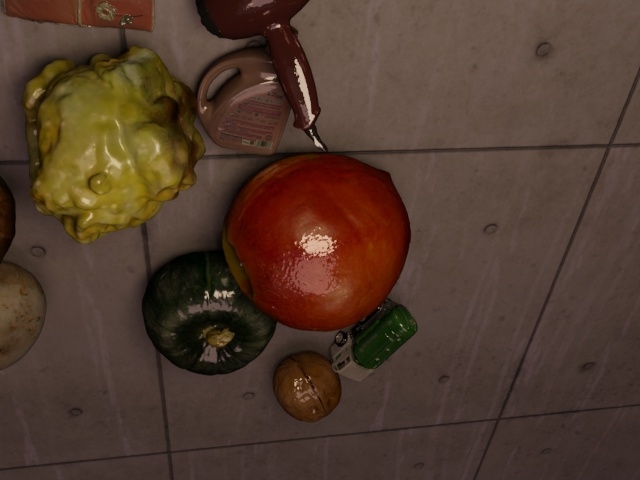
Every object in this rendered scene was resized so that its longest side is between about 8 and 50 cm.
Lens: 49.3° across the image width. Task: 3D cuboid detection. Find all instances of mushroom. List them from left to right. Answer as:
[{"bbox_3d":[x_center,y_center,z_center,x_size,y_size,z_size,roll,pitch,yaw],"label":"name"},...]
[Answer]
[{"bbox_3d":[-0.693,0.144,1.411,0.244,0.243,0.243,-6,131,-7],"label":"mushroom"}]

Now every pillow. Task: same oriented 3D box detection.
[{"bbox_3d":[-0.377,-0.395,1.098,0.233,0.043,0.126,2,131,-13],"label":"pillow"}]

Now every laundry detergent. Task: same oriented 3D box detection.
[{"bbox_3d":[-0.129,-0.273,1.237,0.171,0.076,0.237,7,127,-17],"label":"laundry detergent"}]

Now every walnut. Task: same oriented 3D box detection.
[{"bbox_3d":[-0.033,0.368,1.763,0.167,0.167,0.207,-19,134,4],"label":"walnut"}]

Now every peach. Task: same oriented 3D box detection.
[{"bbox_3d":[0.000,-0.001,1.362,0.373,0.372,0.290,-1,160,-12],"label":"peach"}]

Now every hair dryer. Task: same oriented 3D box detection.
[{"bbox_3d":[-0.009,-0.314,1.119,0.313,0.123,0.340,-19,103,11],"label":"hair dryer"}]

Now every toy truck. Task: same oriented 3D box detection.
[{"bbox_3d":[0.134,0.246,1.716,0.101,0.125,0.242,26,122,-31],"label":"toy truck"}]

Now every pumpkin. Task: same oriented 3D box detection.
[{"bbox_3d":[-0.233,0.163,1.505,0.300,0.207,0.300,-7,131,-8],"label":"pumpkin"}]

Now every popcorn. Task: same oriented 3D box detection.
[{"bbox_3d":[-0.350,-0.151,1.167,0.312,0.312,0.312,-6,131,-7],"label":"popcorn"}]

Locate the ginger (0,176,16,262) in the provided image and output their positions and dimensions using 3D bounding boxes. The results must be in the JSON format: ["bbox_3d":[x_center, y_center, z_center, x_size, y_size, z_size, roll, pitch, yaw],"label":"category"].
[{"bbox_3d":[-0.655,0.022,1.246,0.165,0.321,0.172,16,153,14],"label":"ginger"}]
